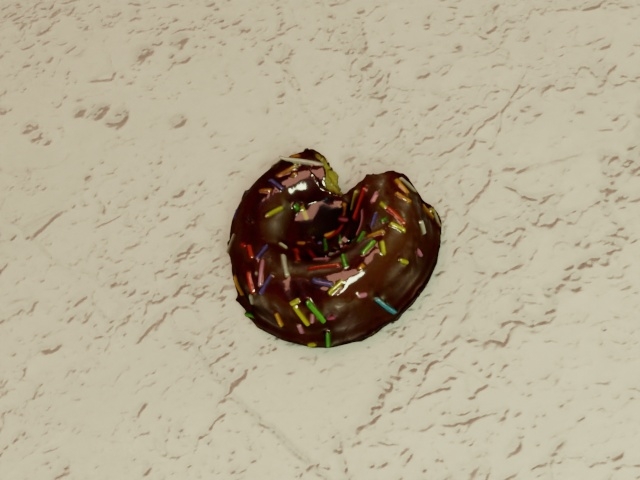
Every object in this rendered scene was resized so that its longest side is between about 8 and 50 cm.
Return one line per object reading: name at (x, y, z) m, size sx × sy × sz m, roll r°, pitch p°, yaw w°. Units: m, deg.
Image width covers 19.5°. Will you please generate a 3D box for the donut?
donut at (0.001, 0.001, 1.942) m, size 0.216 × 0.096 × 0.230 m, roll -46°, pitch 57°, yaw -13°
